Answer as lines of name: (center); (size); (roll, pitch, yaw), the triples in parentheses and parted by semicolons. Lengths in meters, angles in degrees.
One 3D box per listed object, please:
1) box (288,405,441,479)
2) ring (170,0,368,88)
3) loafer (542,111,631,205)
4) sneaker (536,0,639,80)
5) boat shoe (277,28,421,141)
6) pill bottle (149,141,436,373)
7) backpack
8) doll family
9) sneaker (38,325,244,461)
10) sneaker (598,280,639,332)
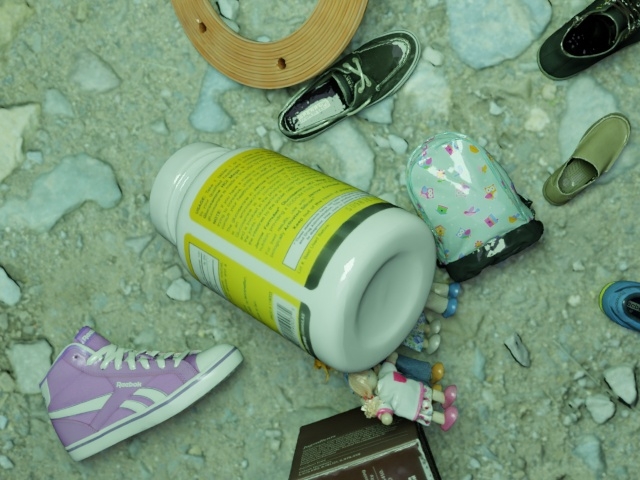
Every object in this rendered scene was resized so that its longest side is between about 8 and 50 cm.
box: (0.069, 0.319, 0.942); (0.166, 0.203, 0.169); (-21, 94, 5)
ring: (-0.070, -0.355, 0.898); (0.336, 0.032, 0.337); (15, 116, 34)
loafer: (0.355, -0.105, 0.968); (0.056, 0.050, 0.148); (38, 96, -1)
sneaker: (0.382, -0.280, 0.918); (0.222, 0.118, 0.083); (-38, 92, 5)
boat shoe: (0.040, -0.201, 0.966); (0.219, 0.070, 0.078); (-36, 92, 5)
pill bottle: (-0.046, 0.000, 0.871); (0.333, 0.188, 0.188); (28, 97, 35)
backpack: (0.188, -0.054, 0.950); (0.151, 0.115, 0.182); (-30, 89, 8)
doll family: (0.077, 0.137, 0.943); (0.163, 0.263, 0.118); (20, 137, -12)
sneaker: (-0.254, 0.172, 1.000); (0.282, 0.102, 0.161); (-27, 90, 5)
sneaker: (0.474, 0.106, 0.966); (0.209, 0.082, 0.069); (16, 94, 0)
